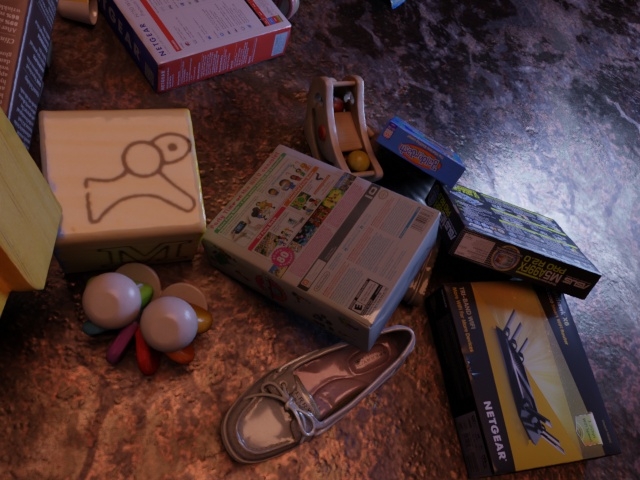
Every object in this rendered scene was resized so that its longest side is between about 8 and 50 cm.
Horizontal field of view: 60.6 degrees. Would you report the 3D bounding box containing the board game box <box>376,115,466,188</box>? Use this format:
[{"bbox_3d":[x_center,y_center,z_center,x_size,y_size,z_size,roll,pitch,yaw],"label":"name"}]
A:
[{"bbox_3d":[0.192,-0.174,1.045,0.160,0.047,0.210,33,18,2],"label":"board game box"}]

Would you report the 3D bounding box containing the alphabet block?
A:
[{"bbox_3d":[-0.287,-0.069,0.803,0.197,0.193,0.192,-5,78,-21],"label":"alphabet block"}]

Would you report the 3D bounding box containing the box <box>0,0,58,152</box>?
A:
[{"bbox_3d":[-0.518,-0.238,0.790,0.191,0.143,0.381,10,83,-14],"label":"box"}]

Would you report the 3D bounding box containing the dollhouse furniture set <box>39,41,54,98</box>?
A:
[{"bbox_3d":[-0.599,-0.367,0.941,0.262,0.135,0.259,9,72,-13],"label":"dollhouse furniture set"}]

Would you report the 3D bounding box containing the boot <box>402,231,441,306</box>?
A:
[{"bbox_3d":[0.102,0.009,0.983,0.209,0.076,0.189,22,56,3],"label":"boot"}]

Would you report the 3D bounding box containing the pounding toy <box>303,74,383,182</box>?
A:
[{"bbox_3d":[0.064,-0.225,1.039,0.155,0.154,0.269,-10,67,-22],"label":"pounding toy"}]

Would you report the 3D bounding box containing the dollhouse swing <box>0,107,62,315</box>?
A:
[{"bbox_3d":[-0.506,0.017,0.532,0.347,0.315,0.305,-5,41,10],"label":"dollhouse swing"}]

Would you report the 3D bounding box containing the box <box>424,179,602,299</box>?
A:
[{"bbox_3d":[0.342,-0.009,1.002,0.270,0.060,0.216,18,26,-12],"label":"box"}]

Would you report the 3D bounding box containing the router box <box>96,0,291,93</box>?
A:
[{"bbox_3d":[-0.277,-0.485,1.111,0.301,0.082,0.335,-27,74,-28],"label":"router box"}]

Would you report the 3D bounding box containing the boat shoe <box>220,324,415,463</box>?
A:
[{"bbox_3d":[0.003,0.215,0.812,0.321,0.103,0.118,-21,71,-26],"label":"boat shoe"}]

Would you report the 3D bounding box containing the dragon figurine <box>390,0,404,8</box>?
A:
[{"bbox_3d":[0.180,-0.631,1.334,0.085,0.144,0.289,44,78,6],"label":"dragon figurine"}]

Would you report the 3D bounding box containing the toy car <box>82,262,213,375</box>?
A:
[{"bbox_3d":[-0.253,0.118,0.776,0.182,0.159,0.136,24,95,-5],"label":"toy car"}]

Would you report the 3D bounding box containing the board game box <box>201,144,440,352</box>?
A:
[{"bbox_3d":[0.000,0.000,0.866,0.303,0.097,0.224,27,62,20],"label":"board game box"}]

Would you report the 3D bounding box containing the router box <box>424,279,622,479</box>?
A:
[{"bbox_3d":[0.334,0.222,0.928,0.243,0.081,0.308,-1,63,-19],"label":"router box"}]

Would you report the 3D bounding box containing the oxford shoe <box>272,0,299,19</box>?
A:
[{"bbox_3d":[-0.134,-0.633,1.217,0.130,0.123,0.348,-26,76,-36],"label":"oxford shoe"}]

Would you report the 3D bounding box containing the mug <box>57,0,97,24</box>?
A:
[{"bbox_3d":[-0.466,-0.455,1.047,0.064,0.062,0.078,4,85,-6],"label":"mug"}]
